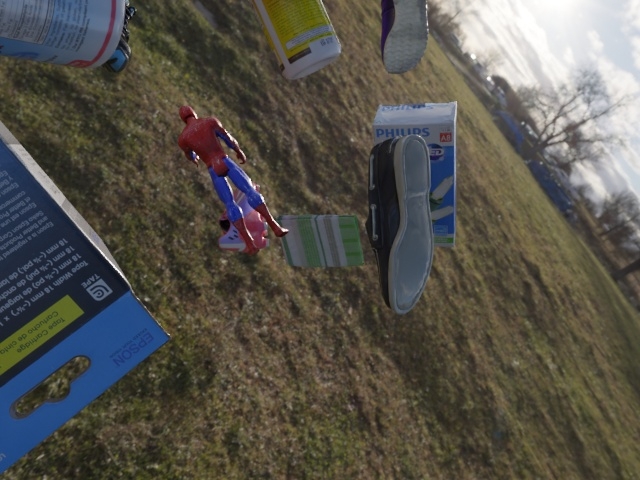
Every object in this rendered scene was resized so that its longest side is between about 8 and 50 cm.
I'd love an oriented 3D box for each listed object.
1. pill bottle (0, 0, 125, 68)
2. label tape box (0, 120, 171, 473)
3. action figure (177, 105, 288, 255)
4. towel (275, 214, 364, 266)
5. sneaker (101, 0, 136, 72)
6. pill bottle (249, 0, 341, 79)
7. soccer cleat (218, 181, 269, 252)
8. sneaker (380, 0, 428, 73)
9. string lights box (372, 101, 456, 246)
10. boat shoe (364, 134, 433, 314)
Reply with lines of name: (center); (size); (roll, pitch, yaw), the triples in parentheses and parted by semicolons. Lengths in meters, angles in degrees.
pill bottle: (-0.215, -0.163, 0.318); (0.160, 0.087, 0.087); (-14, 67, -56)
label tape box: (-0.354, 0.040, 0.503); (0.334, 0.240, 0.106); (57, -15, -21)
action figure: (-0.161, -0.109, 0.889); (0.280, 0.091, 0.139); (58, -1, 3)
towel: (0.000, 0.000, 0.927); (0.023, 0.151, 0.113); (-68, 152, -51)
sneaker: (-0.459, -0.474, 1.062); (0.341, 0.139, 0.125); (50, -9, 35)
pill bottle: (-0.055, -0.407, 0.893); (0.215, 0.117, 0.117); (65, 21, -9)
soccer cleat: (-0.161, -0.054, 1.004); (0.095, 0.083, 0.248); (-6, 31, -11)
sneaker: (0.187, -0.541, 1.168); (0.293, 0.102, 0.146); (87, -4, -47)
string lights box: (0.175, -0.111, 0.903); (0.077, 0.133, 0.260); (-70, 155, -45)
boat shoe: (0.087, -0.018, 0.595); (0.075, 0.064, 0.206); (-5, 99, -43)
